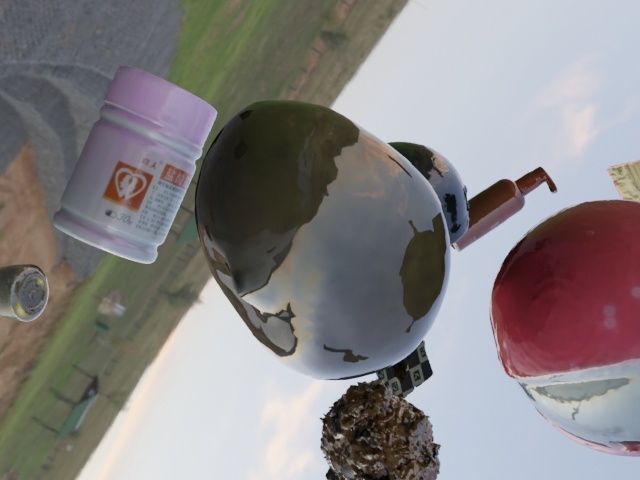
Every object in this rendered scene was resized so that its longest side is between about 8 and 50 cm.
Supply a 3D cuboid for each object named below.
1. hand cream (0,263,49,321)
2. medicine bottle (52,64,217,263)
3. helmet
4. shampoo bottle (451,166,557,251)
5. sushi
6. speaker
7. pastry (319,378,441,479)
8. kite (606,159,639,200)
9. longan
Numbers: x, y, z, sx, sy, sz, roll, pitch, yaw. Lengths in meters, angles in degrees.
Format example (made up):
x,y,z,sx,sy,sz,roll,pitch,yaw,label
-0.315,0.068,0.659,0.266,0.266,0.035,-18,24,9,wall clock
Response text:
x,y,z,sx,sy,sz,roll,pitch,yaw,label
-0.511,0.073,1.100,0.084,0.203,0.084,2,90,-71,hand cream
-0.338,-0.136,1.354,0.315,0.202,0.202,-67,-169,0,medicine bottle
0.112,-0.080,1.228,0.230,0.279,0.160,-116,-160,-61,helmet
0.363,-0.072,1.518,0.244,0.085,0.085,-32,-165,4,shampoo bottle
0.184,0.245,1.641,0.192,0.040,0.210,-51,-135,41,sushi
0.334,0.091,0.829,0.294,0.294,0.294,-56,-168,19,speaker
0.119,0.385,1.365,0.275,0.193,0.274,31,-54,55,pastry
0.630,-0.043,1.148,0.013,0.378,0.327,-46,154,-31,kite
0.000,0.000,0.855,0.288,0.350,0.288,-31,-153,18,longan
